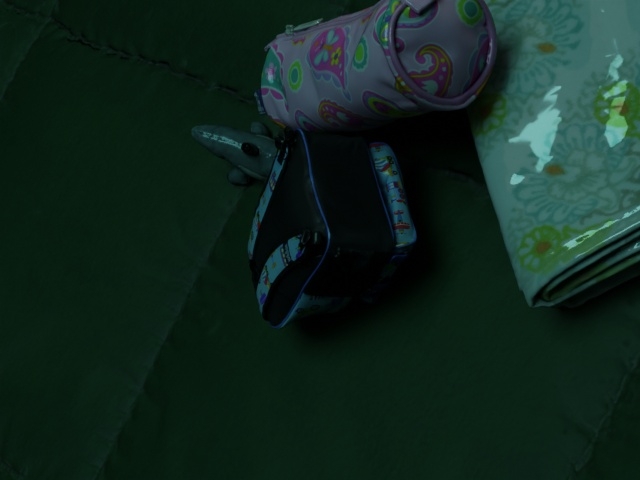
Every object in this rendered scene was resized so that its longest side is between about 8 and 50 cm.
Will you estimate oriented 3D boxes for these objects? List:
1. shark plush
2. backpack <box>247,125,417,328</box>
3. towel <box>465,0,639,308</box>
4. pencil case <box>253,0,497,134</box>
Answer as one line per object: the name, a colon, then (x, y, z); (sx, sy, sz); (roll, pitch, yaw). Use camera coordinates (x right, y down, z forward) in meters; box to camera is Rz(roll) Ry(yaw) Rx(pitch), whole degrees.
shark plush: (-0.067, -0.082, 1.439); (0.161, 0.067, 0.073); (37, 95, 44)
backpack: (0.000, 0.000, 1.312); (0.173, 0.117, 0.158); (119, 146, -46)
towel: (0.271, -0.154, 1.183); (0.321, 0.090, 0.374); (-28, 54, 25)
pencil case: (0.043, -0.165, 1.289); (0.284, 0.124, 0.124); (-2, 67, 63)
